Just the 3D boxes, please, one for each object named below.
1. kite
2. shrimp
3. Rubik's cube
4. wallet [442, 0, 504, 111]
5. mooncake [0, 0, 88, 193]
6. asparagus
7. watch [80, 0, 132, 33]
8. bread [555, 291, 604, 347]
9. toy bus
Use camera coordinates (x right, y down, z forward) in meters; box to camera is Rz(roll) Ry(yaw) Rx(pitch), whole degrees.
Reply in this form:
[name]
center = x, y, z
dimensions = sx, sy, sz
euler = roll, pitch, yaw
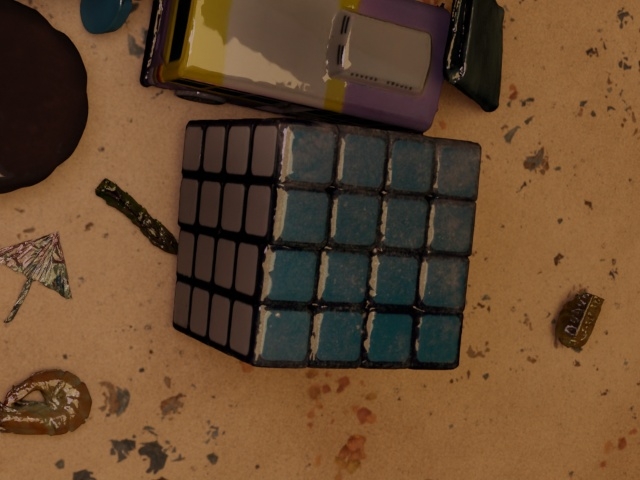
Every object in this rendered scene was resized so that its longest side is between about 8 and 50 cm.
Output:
[kite]
center = -0.429, 0.054, 1.622
dimensions = 0.139, 0.011, 0.156
euler = 29, 80, -20
[shrimp]
center = -0.428, 0.243, 1.616
dimensions = 0.180, 0.041, 0.099
euler = -1, 93, -24
[Rubik's cube]
center = 0.000, 0.000, 1.622
dimensions = 0.344, 0.344, 0.337
euler = 3, 94, -27
[wallet]
center = 0.251, -0.317, 1.745
dimensions = 0.046, 0.379, 0.190
euler = 7, 91, 16
[mooncake]
center = -0.470, -0.200, 1.515
dimensions = 0.283, 0.141, 0.283
euler = -1, 92, -34
[asparagus]
center = -0.276, -0.032, 1.674
dimensions = 0.165, 0.030, 0.036
euler = 45, 67, -20
[watch]
center = -0.352, -0.398, 1.529
dimensions = 0.193, 0.211, 0.211
euler = -8, 97, -42
[bread]
center = 0.472, 0.146, 2.010
dimensions = 0.066, 0.060, 0.110
euler = 25, 86, -10
[toy bus]
center = -0.021, -0.292, 1.652
dimensions = 0.440, 0.249, 0.209
euler = 10, 89, -24
